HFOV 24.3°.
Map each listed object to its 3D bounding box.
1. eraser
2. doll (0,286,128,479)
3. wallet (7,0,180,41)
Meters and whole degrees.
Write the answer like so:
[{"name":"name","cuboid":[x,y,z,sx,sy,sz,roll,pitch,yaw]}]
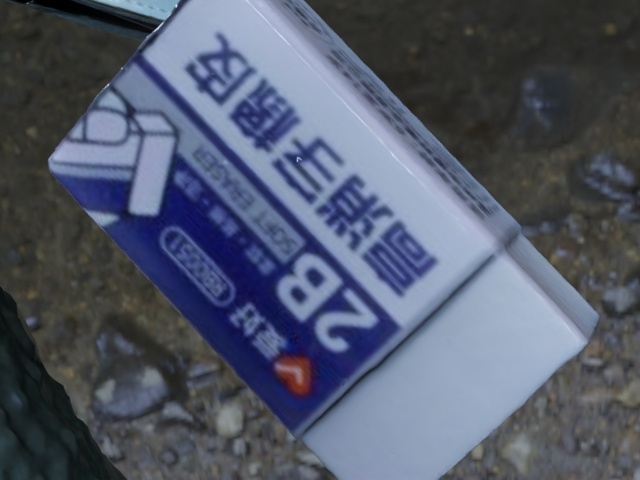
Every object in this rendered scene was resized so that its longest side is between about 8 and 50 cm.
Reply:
[{"name":"eraser","cuboid":[0.000,0.000,0.622,0.210,0.068,0.124,46,108,5]},{"name":"doll","cuboid":[-0.167,0.122,0.521,0.247,0.349,0.247,-18,22,7]},{"name":"wallet","cuboid":[-0.106,-0.253,0.953,0.176,0.075,0.250,15,76,-11]}]
